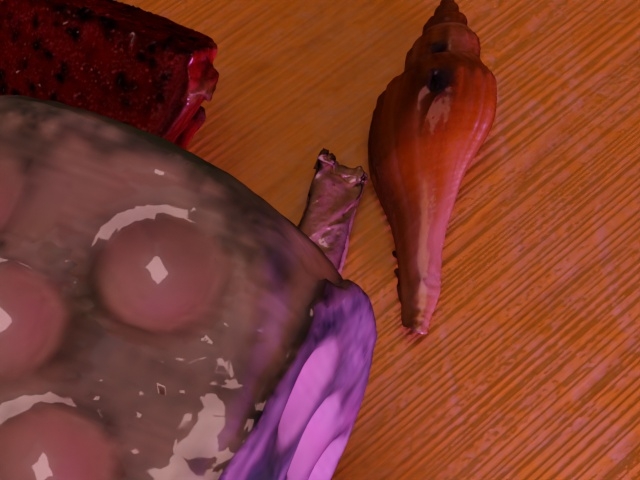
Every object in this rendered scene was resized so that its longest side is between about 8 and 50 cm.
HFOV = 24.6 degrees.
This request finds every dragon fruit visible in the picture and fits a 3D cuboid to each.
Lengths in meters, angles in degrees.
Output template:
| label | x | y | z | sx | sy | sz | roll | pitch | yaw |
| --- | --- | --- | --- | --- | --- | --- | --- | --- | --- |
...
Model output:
| label | x | y | z | sx | sy | sz | roll | pitch | yaw |
| --- | --- | --- | --- | --- | --- | --- | --- | --- | --- |
| dragon fruit | -0.216 | -0.110 | 1.255 | 0.317 | 0.152 | 0.205 | 22 | 105 | 23 |

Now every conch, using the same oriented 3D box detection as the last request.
| label | x | y | z | sx | sy | sz | roll | pitch | yaw |
| --- | --- | --- | --- | --- | --- | --- | --- | --- | --- |
| conch | 0.095 | -0.079 | 1.278 | 0.109 | 0.093 | 0.330 | 8 | 62 | 3 |

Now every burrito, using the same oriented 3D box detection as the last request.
| label | x | y | z | sx | sy | sz | roll | pitch | yaw |
| --- | --- | --- | --- | --- | --- | --- | --- | --- | --- |
| burrito | 0.000 | 0.001 | 1.261 | 0.051 | 0.042 | 0.171 | 14 | 60 | 4 |

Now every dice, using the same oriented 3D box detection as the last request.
| label | x | y | z | sx | sy | sz | roll | pitch | yaw |
| --- | --- | --- | --- | --- | --- | --- | --- | --- | --- |
| dice | -0.176 | 0.127 | 1.010 | 0.348 | 0.328 | 0.330 | 20 | 64 | 11 |
